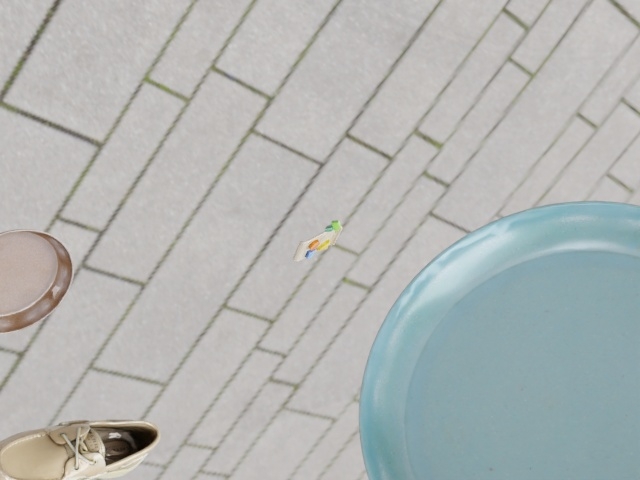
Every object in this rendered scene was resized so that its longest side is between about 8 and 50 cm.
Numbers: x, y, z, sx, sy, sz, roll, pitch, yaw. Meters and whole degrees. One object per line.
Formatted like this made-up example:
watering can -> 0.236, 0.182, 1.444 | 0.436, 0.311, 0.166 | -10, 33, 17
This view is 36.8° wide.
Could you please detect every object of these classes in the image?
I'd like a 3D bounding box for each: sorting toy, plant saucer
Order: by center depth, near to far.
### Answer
plant saucer -> 0.184, 0.117, 0.696 | 0.317, 0.317, 0.044 | -38, 142, 0
sorting toy -> 0.000, 0.000, 1.236 | 0.062, 0.012, 0.083 | -23, 162, -23
plant saucer -> -0.417, 0.051, 1.292 | 0.168, 0.029, 0.168 | -23, 133, -26

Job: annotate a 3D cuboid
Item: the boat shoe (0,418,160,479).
boat shoe -> -0.423, 0.359, 1.656 | 0.110, 0.122, 0.341 | -36, 161, 28
